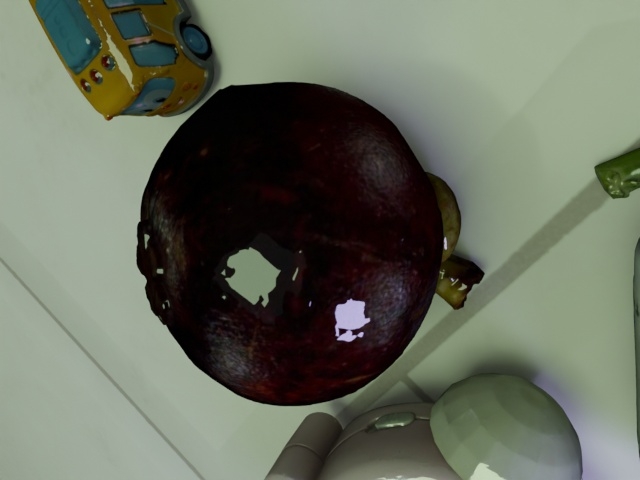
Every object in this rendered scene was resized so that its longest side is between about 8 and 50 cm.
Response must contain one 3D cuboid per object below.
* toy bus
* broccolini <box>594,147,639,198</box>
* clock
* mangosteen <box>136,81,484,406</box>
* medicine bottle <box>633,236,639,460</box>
[{"bbox_3d":[-0.226,-0.236,0.585,0.126,0.136,0.209,-22,98,37],"label":"toy bus"},{"bbox_3d":[0.379,-0.081,0.314,0.392,0.074,0.078,-22,114,39],"label":"broccolini"},{"bbox_3d":[0.143,0.320,0.573,0.326,0.184,0.341,-20,104,32],"label":"clock"},{"bbox_3d":[-0.016,-0.004,0.483,0.297,0.294,0.297,57,167,21],"label":"mangosteen"},{"bbox_3d":[0.324,0.129,0.377,0.170,0.170,0.292,-2,108,33],"label":"medicine bottle"}]
